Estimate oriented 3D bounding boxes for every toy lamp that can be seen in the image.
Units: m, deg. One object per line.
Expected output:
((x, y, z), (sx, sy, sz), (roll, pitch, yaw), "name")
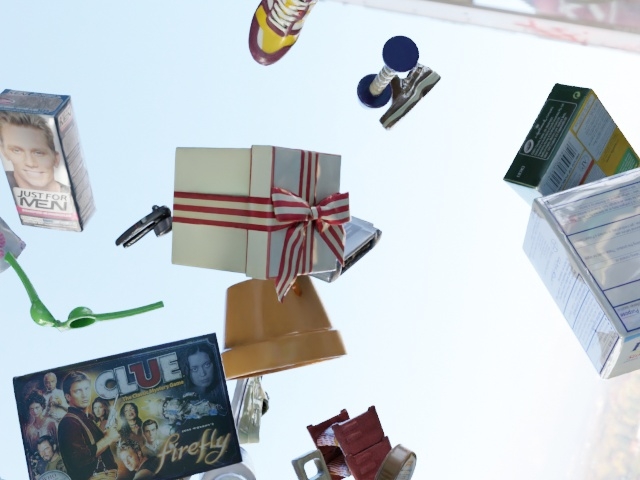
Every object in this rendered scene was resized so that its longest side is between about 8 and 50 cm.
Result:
((0.124, -0.320, 1.414), (0.275, 0.080, 0.080), (141, 150, -81), "toy lamp")

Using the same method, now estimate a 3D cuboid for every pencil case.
((-0.781, -0.041, 1.559), (0.124, 0.113, 0.273), (-40, -60, -6), "pencil case")

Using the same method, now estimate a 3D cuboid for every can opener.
((-0.438, -0.031, 1.758), (0.059, 0.186, 0.073), (38, -147, -51), "can opener")

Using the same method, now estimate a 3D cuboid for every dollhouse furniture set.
((-0.034, 0.518, 1.603), (0.374, 0.152, 0.201), (-20, -7, -25), "dollhouse furniture set")

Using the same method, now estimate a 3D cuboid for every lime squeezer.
((-0.442, 0.116, 1.273), (0.058, 0.311, 0.110), (99, -171, -47), "lime squeezer")

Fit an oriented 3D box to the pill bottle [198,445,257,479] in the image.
((-0.191, 0.502, 1.471), (0.216, 0.121, 0.121), (168, 122, -81), "pill bottle")

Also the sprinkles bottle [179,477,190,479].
((-0.287, 0.401, 1.135), (0.121, 0.121, 0.355), (85, -152, -43), "sprinkles bottle")

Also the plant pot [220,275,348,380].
((-0.100, 0.189, 1.596), (0.291, 0.291, 0.203), (15, -119, -68), "plant pot")

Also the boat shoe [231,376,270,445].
((-0.176, 0.419, 1.810), (0.302, 0.094, 0.109), (-79, -4, -62), "boat shoe")

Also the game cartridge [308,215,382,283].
((0.000, 0.000, 1.637), (0.297, 0.198, 0.062), (-34, -43, -57), "game cartridge")

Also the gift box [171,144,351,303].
((-0.096, -0.037, 1.305), (0.255, 0.258, 0.276), (-12, -76, -56), "gift box")

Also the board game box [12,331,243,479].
((-0.231, 0.217, 0.864), (0.042, 0.243, 0.165), (142, 115, -75), "board game box")

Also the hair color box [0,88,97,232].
((-0.681, -0.190, 1.756), (0.105, 0.174, 0.347), (-77, -9, -50), "hair color box")

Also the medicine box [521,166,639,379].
((0.521, 0.040, 1.168), (0.149, 0.264, 0.289), (82, 169, -54), "medicine box")

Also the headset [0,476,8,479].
((-0.802, 0.644, 1.680), (0.394, 0.243, 0.185), (14, -102, -38), "headset")

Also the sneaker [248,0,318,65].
((-0.038, -0.304, 0.892), (0.185, 0.070, 0.084), (-58, 6, 16), "sneaker")

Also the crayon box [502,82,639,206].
((0.492, -0.122, 1.343), (0.323, 0.083, 0.203), (32, -94, -41), "crayon box")

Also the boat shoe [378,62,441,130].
((0.202, -0.365, 1.772), (0.257, 0.095, 0.095), (-47, 0, -41), "boat shoe")

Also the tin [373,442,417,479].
((0.112, 0.444, 1.226), (0.189, 0.040, 0.106), (-64, -24, -6), "tin")
